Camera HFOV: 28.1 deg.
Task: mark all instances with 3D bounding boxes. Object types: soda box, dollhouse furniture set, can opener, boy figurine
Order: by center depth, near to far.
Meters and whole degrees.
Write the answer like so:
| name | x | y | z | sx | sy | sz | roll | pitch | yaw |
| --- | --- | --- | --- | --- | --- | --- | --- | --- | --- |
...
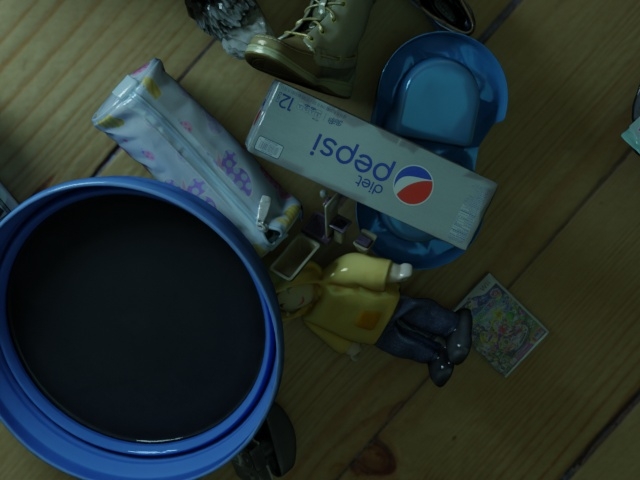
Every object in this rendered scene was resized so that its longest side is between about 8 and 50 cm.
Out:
| name | x | y | z | sx | sy | sz | roll | pitch | yaw |
| --- | --- | --- | --- | --- | --- | --- | --- | --- | --- |
| soda box | 0.057 | -0.090 | 1.510 | 0.286 | 0.098 | 0.091 | 24 | 96 | -9 |
| dollhouse furniture set | 0.000 | 0.000 | 1.521 | 0.091 | 0.081 | 0.114 | 29 | 60 | 19 |
| boy figurine | 0.050 | 0.082 | 1.602 | 0.285 | 0.092 | 0.177 | 22 | 131 | -17 |
| can opener | -0.112 | 0.182 | 1.637 | 0.095 | 0.076 | 0.283 | -29 | 107 | -37 |

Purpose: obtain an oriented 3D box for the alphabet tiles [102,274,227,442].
| name | x | y | z | sx | sy | sz | roll | pitch | yaw |
| --- | --- | --- | --- | --- | --- | --- | --- | --- | --- |
| alphabet tiles | -0.213 | 0.141 | 1.584 | 0.198 | 0.009 | 0.237 | 7 | 109 | 10 |

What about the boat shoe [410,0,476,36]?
| name | x | y | z | sx | sy | sz | roll | pitch | yaw |
| --- | --- | --- | --- | --- | --- | --- | --- | --- | --- |
| boat shoe | 0.127 | -0.320 | 1.568 | 0.183 | 0.066 | 0.066 | 40 | 92 | -15 |

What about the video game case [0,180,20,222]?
| name | x | y | z | sx | sy | sz | roll | pitch | yaw |
| --- | --- | --- | --- | --- | --- | --- | --- | --- | --- |
| video game case | -0.489 | -0.054 | 1.537 | 0.183 | 0.023 | 0.201 | -37 | 106 | -1 |

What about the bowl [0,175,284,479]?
| name | x | y | z | sx | sy | sz | roll | pitch | yaw |
| --- | --- | --- | --- | --- | --- | --- | --- | --- | --- |
| bowl | -0.230 | 0.108 | 1.526 | 0.391 | 0.077 | 0.391 | 3 | 109 | 10 |

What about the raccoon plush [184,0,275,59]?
| name | x | y | z | sx | sy | sz | roll | pitch | yaw |
| --- | --- | --- | --- | --- | --- | --- | --- | --- | --- |
| raccoon plush | -0.282 | -0.329 | 1.436 | 0.299 | 0.216 | 0.446 | -30 | 105 | 5 |

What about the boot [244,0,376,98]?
| name | x | y | z | sx | sy | sz | roll | pitch | yaw |
| --- | --- | --- | --- | --- | --- | --- | --- | --- | --- |
| boot | -0.003 | -0.262 | 1.503 | 0.077 | 0.213 | 0.165 | 22 | 97 | 27 |

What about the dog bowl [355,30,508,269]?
| name | x | y | z | sx | sy | sz | roll | pitch | yaw |
| --- | --- | --- | --- | --- | --- | --- | --- | --- | --- |
| dog bowl | 0.132 | -0.115 | 1.607 | 0.166 | 0.074 | 0.297 | 9 | 100 | -11 |

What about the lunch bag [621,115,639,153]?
| name | x | y | z | sx | sy | sz | roll | pitch | yaw |
| --- | --- | --- | --- | --- | --- | --- | --- | --- | --- |
| lunch bag | 0.542 | -0.110 | 1.597 | 0.223 | 0.160 | 0.262 | -45 | 128 | 7 |

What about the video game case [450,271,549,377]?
| name | x | y | z | sx | sy | sz | roll | pitch | yaw |
| --- | --- | --- | --- | --- | --- | --- | --- | --- | --- |
| video game case | 0.234 | 0.113 | 1.701 | 0.122 | 0.011 | 0.087 | 43 | 92 | -14 |

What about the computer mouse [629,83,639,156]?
| name | x | y | z | sx | sy | sz | roll | pitch | yaw |
| --- | --- | --- | --- | --- | --- | --- | --- | --- | --- |
| computer mouse | 0.501 | -0.208 | 1.663 | 0.184 | 0.060 | 0.262 | 16 | 109 | -17 |

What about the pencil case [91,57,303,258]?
| name | x | y | z | sx | sy | sz | roll | pitch | yaw |
| --- | --- | --- | --- | --- | --- | --- | --- | --- | --- |
| pencil case | -0.147 | -0.090 | 1.537 | 0.113 | 0.124 | 0.273 | -41 | 104 | 10 |
